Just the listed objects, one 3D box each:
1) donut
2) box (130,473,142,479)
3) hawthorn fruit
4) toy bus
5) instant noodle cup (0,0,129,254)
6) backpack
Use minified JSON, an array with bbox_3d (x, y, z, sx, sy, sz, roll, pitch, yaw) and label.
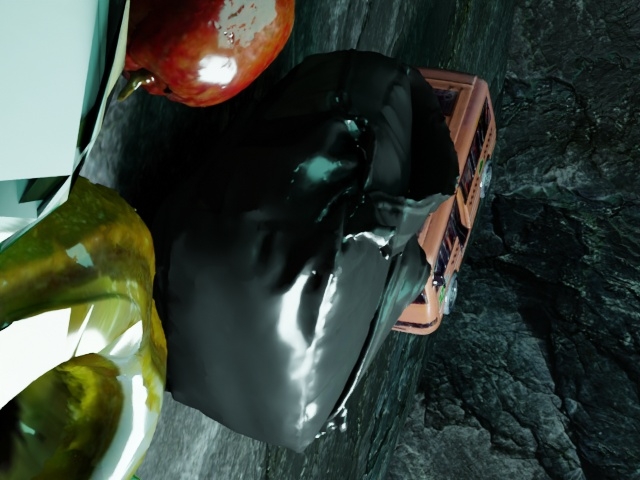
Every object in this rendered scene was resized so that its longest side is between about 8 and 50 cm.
[{"bbox_3d":[-0.200,0.094,0.540,0.330,0.160,0.330,18,90,-73],"label":"donut"},{"bbox_3d":[-0.227,0.265,0.667,0.034,0.132,0.235,50,47,-30],"label":"box"},{"bbox_3d":[-0.100,-0.168,0.723,0.172,0.148,0.148,-62,160,-22],"label":"hawthorn fruit"},{"bbox_3d":[0.157,-0.074,1.584,0.233,0.203,0.427,70,35,-56],"label":"toy bus"},{"bbox_3d":[-0.195,-0.104,0.364,0.240,0.178,0.240,14,90,-74],"label":"instant noodle cup"},{"bbox_3d":[0.000,-0.019,1.005,0.363,0.255,0.445,97,13,-45],"label":"backpack"}]
